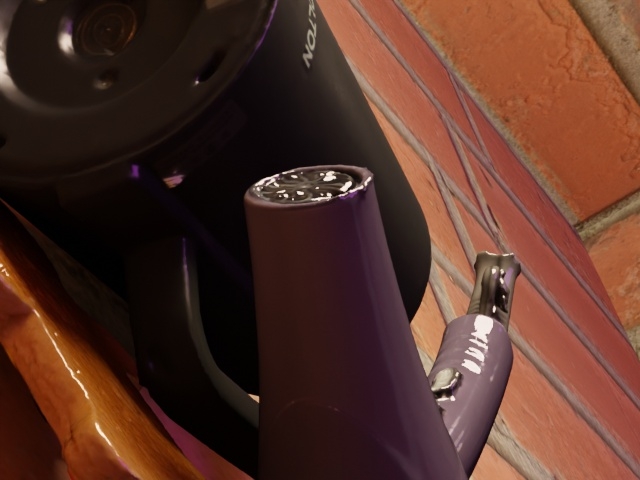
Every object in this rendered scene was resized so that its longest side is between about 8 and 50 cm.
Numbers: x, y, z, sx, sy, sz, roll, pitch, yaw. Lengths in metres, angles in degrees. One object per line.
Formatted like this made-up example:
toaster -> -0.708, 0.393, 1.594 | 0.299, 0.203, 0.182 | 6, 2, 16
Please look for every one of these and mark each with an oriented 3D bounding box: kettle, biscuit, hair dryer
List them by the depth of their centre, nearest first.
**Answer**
biscuit -> -0.128, 0.054, 0.797 | 0.250, 0.036, 0.165 | 51, 0, 30
hair dryer -> 0.053, 0.070, 0.927 | 0.361, 0.121, 0.301 | -50, 134, -63
kettle -> -0.045, -0.027, 0.930 | 0.262, 0.203, 0.308 | 48, -3, 36
